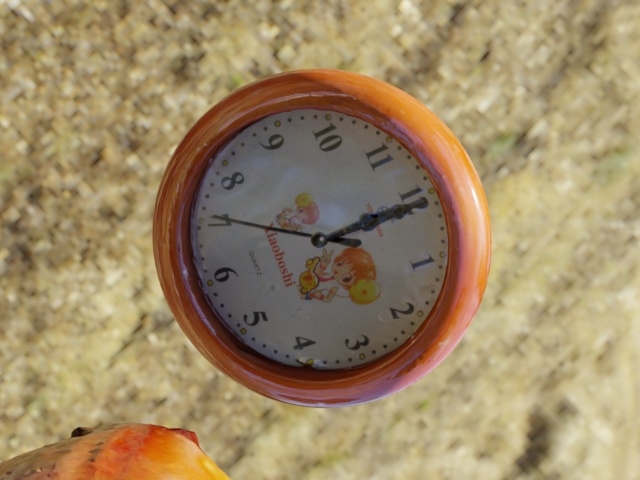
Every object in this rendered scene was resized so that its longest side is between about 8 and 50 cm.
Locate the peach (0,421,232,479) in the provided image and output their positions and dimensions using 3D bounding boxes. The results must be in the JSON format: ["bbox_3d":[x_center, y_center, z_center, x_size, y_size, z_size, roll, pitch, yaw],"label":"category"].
[{"bbox_3d":[-0.139,0.241,0.818,0.338,0.281,0.281,-58,163,-29],"label":"peach"}]

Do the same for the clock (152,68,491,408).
[{"bbox_3d":[0.000,0.000,1.059,0.205,0.205,0.051,-51,179,15],"label":"clock"}]
